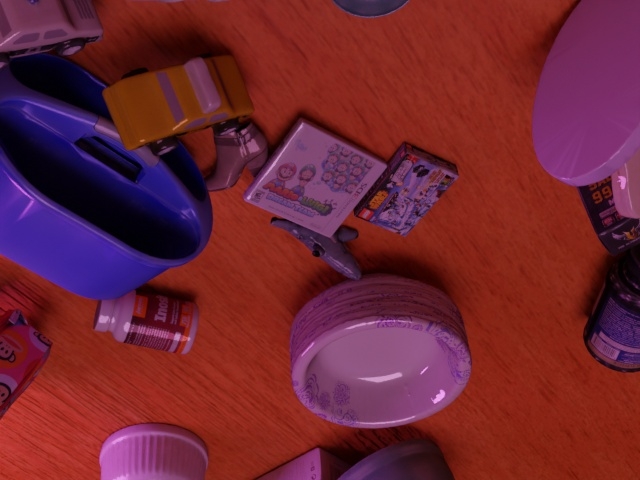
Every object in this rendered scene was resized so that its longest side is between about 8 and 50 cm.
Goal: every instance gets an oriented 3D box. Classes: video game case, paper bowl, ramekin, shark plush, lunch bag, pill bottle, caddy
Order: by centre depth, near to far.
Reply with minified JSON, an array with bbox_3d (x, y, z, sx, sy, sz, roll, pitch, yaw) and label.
[{"bbox_3d":[-0.287,-0.083,1.158,0.179,0.241,0.341,-34,128,31],"label":"caddy"},{"bbox_3d":[-0.007,-0.084,1.305,0.157,0.019,0.143,23,117,-33],"label":"video game case"},{"bbox_3d":[0.000,0.000,1.382,0.073,0.067,0.161,-31,129,23],"label":"shark plush"},{"bbox_3d":[-0.524,0.236,1.442,0.120,0.258,0.293,40,137,-6],"label":"lunch bag"},{"bbox_3d":[-0.274,0.124,1.465,0.152,0.086,0.086,13,131,-18],"label":"pill bottle"},{"bbox_3d":[0.506,0.100,1.487,0.122,0.123,0.219,1,135,-6],"label":"pill bottle"},{"bbox_3d":[0.091,0.165,1.495,0.284,0.148,0.284,-3,134,-3],"label":"paper bowl"},{"bbox_3d":[-0.316,0.448,1.760,0.207,0.109,0.207,-3,134,-3],"label":"ramekin"}]

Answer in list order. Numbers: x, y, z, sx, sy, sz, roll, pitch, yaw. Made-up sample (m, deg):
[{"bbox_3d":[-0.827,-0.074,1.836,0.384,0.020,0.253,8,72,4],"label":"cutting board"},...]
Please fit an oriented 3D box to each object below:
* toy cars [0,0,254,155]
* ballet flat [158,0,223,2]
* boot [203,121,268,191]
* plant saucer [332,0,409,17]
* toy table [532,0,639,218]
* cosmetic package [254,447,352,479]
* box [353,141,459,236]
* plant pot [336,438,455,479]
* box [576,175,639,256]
[{"bbox_3d":[-0.239,-0.214,1.068,0.393,0.177,0.087,25,153,-26],"label":"toy cars"},{"bbox_3d":[-0.079,-0.334,1.023,0.400,0.139,0.139,-19,133,11],"label":"ballet flat"},{"bbox_3d":[-0.127,-0.118,1.280,0.118,0.042,0.087,-16,127,9],"label":"boot"},{"bbox_3d":[0.061,-0.322,1.107,0.119,0.021,0.119,-2,134,-2],"label":"plant saucer"},{"bbox_3d":[0.387,-0.175,1.146,0.160,0.252,0.274,25,95,-38],"label":"toy table"},{"bbox_3d":[-0.053,0.511,1.864,0.231,0.086,0.117,-31,130,25],"label":"cosmetic package"},{"bbox_3d":[0.122,-0.072,1.351,0.094,0.027,0.137,21,128,-25],"label":"box"},{"bbox_3d":[0.157,0.548,1.768,0.293,0.196,0.293,-21,139,-19],"label":"plant pot"},{"bbox_3d":[0.457,-0.107,1.241,0.231,0.183,0.056,-29,131,22],"label":"box"}]
